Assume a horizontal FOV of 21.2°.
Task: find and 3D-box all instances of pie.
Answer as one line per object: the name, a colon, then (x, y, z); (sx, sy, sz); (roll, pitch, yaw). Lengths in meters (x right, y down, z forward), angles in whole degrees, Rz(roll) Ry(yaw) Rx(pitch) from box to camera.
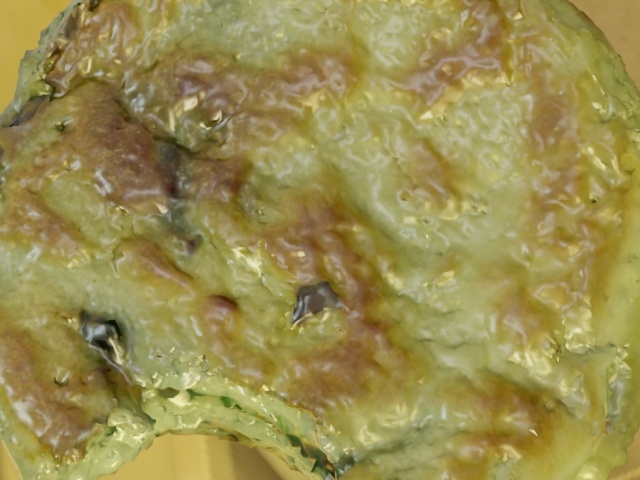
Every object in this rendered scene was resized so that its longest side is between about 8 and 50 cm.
pie: (0.003, -0.007, 0.676); (0.302, 0.302, 0.067); (41, 160, 14)
